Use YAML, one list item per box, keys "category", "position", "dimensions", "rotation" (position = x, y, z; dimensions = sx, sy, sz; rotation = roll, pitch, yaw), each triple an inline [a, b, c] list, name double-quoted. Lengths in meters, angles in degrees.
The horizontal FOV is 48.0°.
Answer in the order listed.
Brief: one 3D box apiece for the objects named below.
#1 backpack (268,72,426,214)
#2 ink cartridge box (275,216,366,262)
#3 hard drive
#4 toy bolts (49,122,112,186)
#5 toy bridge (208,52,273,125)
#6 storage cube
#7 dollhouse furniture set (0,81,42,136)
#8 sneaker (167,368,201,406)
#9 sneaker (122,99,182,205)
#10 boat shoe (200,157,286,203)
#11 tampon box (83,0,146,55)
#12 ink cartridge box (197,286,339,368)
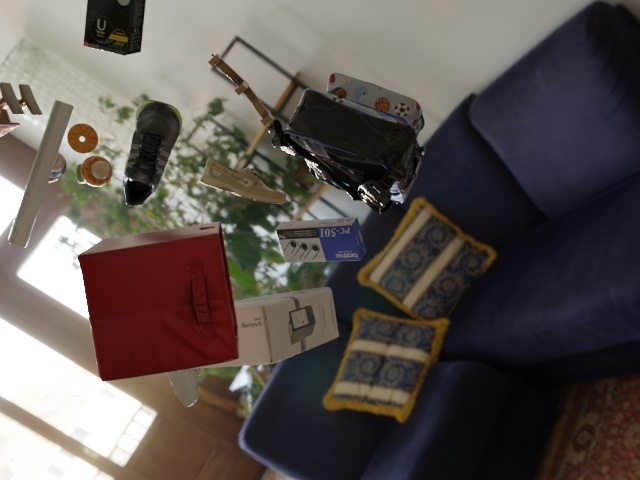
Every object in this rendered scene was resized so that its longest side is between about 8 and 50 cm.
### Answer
- category: "backpack"
  position: [0.079, -0.180, 1.380]
  dimensions: [0.213, 0.277, 0.263]
  rotation: [-58, -20, -11]
- category: "ink cartridge box"
  position: [0.000, 0.000, 1.741]
  dimensions: [0.207, 0.097, 0.046]
  rotation: [-3, 28, 27]
- category: "hard drive"
  position: [-0.690, -0.172, 1.776]
  dimensions: [0.352, 0.047, 0.233]
  rotation: [-70, 22, 2]
- category: "toy bolts"
  position: [-0.796, -0.276, 2.320]
  dimensions: [0.158, 0.229, 0.218]
  rotation: [-3, 95, 60]
- category: "toy bridge"
  position: [-0.172, -0.333, 1.567]
  dimensions: [0.026, 0.188, 0.063]
  rotation: [-38, 15, 14]
- category: "storage cube"
  position: [-0.228, 0.080, 1.057]
  dimensions: [0.215, 0.193, 0.183]
  rotation: [-129, 31, -80]
- category: "dollhouse furniture set"
  position: [-0.899, -0.292, 1.885]
  dimensions: [0.262, 0.135, 0.259]
  rotation: [-26, 1, 17]
- category: "sneaker"
  position: [-0.335, 0.291, 1.952]
  dimensions: [0.169, 0.292, 0.108]
  rotation: [-21, -29, 1]
- category: "sneaker"
  position: [-0.391, -0.195, 1.654]
  dimensions: [0.300, 0.111, 0.121]
  rotation: [117, 160, -46]
- category: "boat shoe"
  position: [-0.248, -0.195, 2.380]
  dimensions: [0.109, 0.302, 0.098]
  rotation: [-5, -67, -78]
- category: "tampon box"
  position: [-0.536, -0.580, 1.879]
  dimensions: [0.101, 0.121, 0.160]
  rotation: [-65, -12, -68]
- category: "ink cartridge box"
  position: [-0.116, 0.174, 1.452]
  dimensions: [0.199, 0.114, 0.273]
  rotation: [-9, -1, 29]
